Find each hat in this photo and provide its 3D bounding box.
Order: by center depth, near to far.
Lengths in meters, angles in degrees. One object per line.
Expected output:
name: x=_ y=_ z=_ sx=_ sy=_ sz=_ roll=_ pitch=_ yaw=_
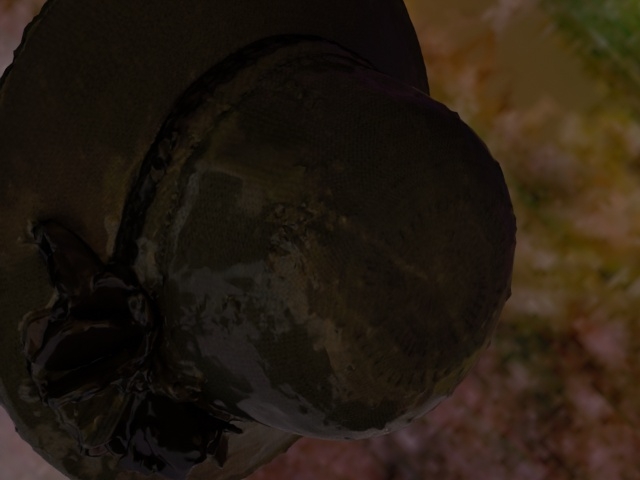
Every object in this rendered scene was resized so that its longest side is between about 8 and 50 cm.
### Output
hat: x=0.000 y=0.000 z=0.743 sx=0.130 sy=0.257 sz=0.257 roll=19 pitch=167 yaw=43
